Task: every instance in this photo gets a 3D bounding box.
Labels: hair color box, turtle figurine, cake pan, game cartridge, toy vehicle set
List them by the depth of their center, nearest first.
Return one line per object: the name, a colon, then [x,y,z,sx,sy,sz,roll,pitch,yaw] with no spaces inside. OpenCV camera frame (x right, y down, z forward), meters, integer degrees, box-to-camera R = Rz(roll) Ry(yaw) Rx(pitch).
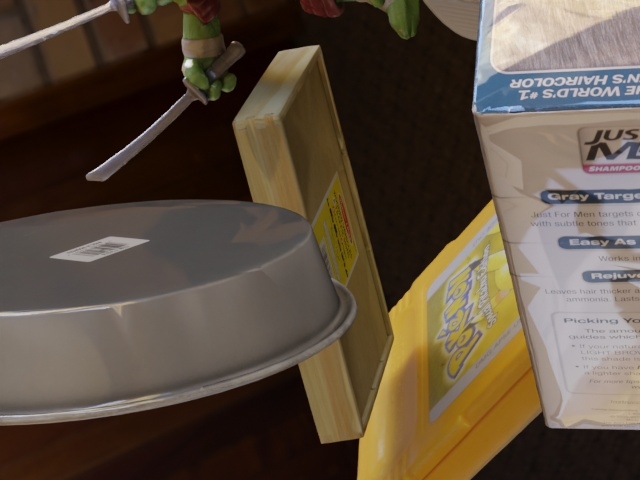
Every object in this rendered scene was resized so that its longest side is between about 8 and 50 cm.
cake pan: [-0.126,0.030,0.921,0.293,0.293,0.054,15,115,57]
hair color box: [0.198,-0.011,0.931,0.347,0.174,0.105,68,-155,-55]
turtle figurine: [-0.075,-0.153,1.173,0.266,0.274,0.198,0,138,19]
toy vehicle set: [0.000,0.000,1.256,0.166,0.035,0.267,-65,-37,-64]
game cartridge: [0.141,0.056,1.304,0.053,0.285,0.323,36,115,-15]

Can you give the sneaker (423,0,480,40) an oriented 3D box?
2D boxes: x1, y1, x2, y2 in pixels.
sneaker: [0.095,-0.258,0.974,0.094,0.151,0.256,-5,115,28]
